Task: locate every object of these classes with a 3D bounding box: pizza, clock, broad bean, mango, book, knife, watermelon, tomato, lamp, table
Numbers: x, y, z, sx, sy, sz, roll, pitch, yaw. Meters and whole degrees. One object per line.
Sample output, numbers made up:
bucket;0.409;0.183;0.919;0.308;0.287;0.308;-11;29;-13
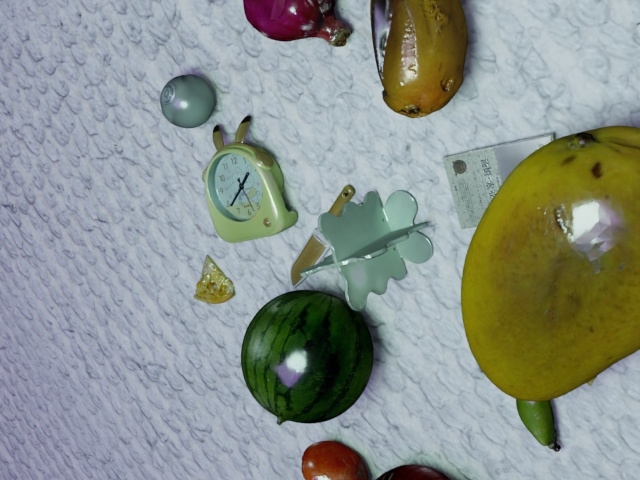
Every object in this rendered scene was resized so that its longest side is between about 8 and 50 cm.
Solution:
pizza;-0.238;0.085;1.516;0.123;0.026;0.108;-9;98;36
clock;-0.146;-0.116;1.362;0.170;0.069;0.231;-10;99;36
broad bean;0.346;0.251;1.167;0.070;0.048;0.213;-20;92;41
mango;0.143;-0.309;1.061;0.156;0.151;0.248;-176;77;-76
book;0.287;-0.089;1.114;0.182;0.014;0.127;-9;102;36
knife;-0.001;0.000;1.332;0.046;0.022;0.256;41;124;11
watermelon;-0.025;0.209;1.285;0.243;0.242;0.242;11;112;31
tomato;0.039;0.461;1.393;0.091;0.139;0.159;-36;87;24
mango;0.355;0.052;0.996;0.302;0.220;0.444;21;126;12
lamp;-0.254;-0.266;1.362;0.105;0.105;0.105;11;112;31
table;0.073;0.014;1.176;0.167;0.198;0.166;12;112;30

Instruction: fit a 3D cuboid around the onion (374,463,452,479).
onion;0.145;0.534;1.255;0.273;0.285;0.272;-23;60;47

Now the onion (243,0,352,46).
onion;-0.040;-0.387;1.158;0.198;0.135;0.173;45;128;11
